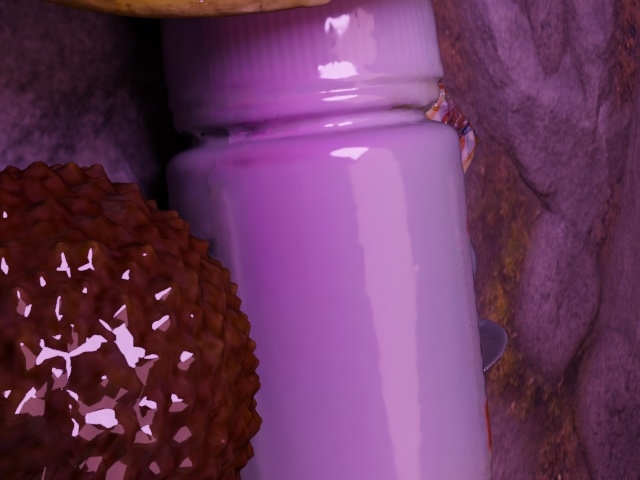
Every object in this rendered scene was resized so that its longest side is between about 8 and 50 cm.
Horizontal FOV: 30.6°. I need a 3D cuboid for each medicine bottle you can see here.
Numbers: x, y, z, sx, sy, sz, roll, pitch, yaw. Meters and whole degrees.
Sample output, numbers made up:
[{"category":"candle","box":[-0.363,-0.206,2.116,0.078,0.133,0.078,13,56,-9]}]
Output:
[{"category":"medicine bottle","box":[0.000,0.000,0.849,0.219,0.219,0.388,-14,99,-48]}]

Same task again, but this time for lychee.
[{"category":"lychee","box":[-0.156,0.074,0.661,0.267,0.267,0.268,-5,97,-49]}]

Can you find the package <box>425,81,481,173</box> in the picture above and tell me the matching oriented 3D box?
[{"category":"package","box":[0.108,-0.088,1.115,0.108,0.031,0.121,49,58,-39]}]

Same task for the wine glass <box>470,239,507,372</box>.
[{"category":"wine glass","box":[0.084,0.012,1.043,0.103,0.103,0.231,-46,122,-37]}]

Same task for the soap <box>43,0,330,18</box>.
[{"category":"soap","box":[-0.046,-0.262,0.718,0.427,0.115,0.306,-14,66,-23]}]
